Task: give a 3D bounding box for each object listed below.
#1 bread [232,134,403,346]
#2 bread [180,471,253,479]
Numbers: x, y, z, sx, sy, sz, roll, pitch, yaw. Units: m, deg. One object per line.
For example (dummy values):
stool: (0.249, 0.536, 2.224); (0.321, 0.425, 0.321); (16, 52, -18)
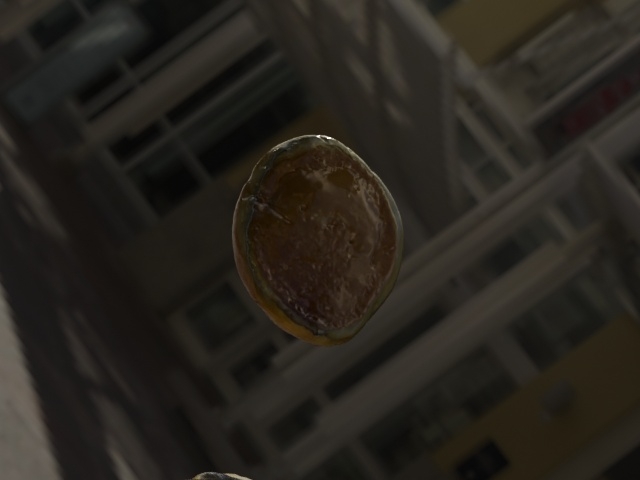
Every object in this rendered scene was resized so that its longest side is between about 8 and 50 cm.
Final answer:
bread: (0.000, 0.000, 0.986); (0.024, 0.110, 0.110); (-11, -58, 52)
bread: (-0.123, 0.223, 0.845); (0.111, 0.246, 0.239); (48, 17, 14)
